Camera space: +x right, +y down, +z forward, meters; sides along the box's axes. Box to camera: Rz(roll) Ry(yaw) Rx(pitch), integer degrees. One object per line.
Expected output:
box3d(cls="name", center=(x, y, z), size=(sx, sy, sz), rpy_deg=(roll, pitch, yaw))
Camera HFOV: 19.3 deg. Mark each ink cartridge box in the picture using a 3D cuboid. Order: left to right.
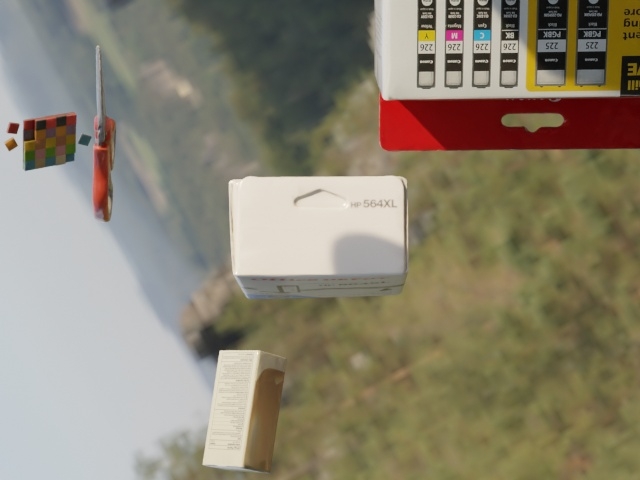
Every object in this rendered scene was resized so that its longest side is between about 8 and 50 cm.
box3d(cls="ink cartridge box", center=(0.000, 0.000, 1.621), size=(0.203, 0.148, 0.086), rpy_deg=(75, -166, -84))
box3d(cls="ink cartridge box", center=(0.207, -0.204, 1.721), size=(0.130, 0.309, 0.272), rpy_deg=(-100, 8, -76))

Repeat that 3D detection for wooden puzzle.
box3d(cls="wooden puzzle", center=(-0.242, -0.088, 1.675), size=(0.006, 0.083, 0.049), rpy_deg=(44, 138, 47))

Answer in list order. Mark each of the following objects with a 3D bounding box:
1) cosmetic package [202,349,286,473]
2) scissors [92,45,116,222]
box3d(cls="cosmetic package", center=(-0.073, 0.165, 1.814), size=(0.060, 0.115, 0.041), rpy_deg=(-1, 165, 45))
box3d(cls="scissors", center=(-0.210, -0.095, 1.813), size=(0.297, 0.021, 0.109), rpy_deg=(114, 161, -76))
